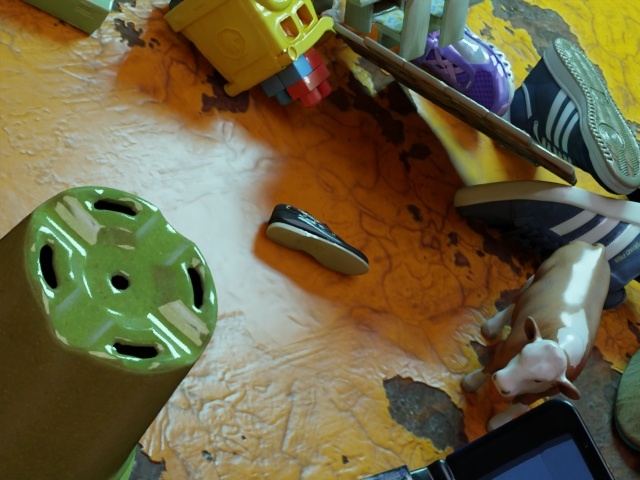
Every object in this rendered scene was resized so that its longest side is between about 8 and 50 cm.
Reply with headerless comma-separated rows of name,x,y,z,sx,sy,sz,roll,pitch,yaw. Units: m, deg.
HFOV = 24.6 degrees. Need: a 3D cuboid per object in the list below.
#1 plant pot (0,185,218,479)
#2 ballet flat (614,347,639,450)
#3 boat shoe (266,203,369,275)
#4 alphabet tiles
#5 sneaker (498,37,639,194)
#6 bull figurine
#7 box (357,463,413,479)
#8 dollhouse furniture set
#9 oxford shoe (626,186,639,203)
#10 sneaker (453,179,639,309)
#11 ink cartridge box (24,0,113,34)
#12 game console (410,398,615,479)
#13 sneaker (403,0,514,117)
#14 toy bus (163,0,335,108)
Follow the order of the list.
plant pot,-0.228,0.092,1.272,0.276,0.254,0.276,22,47,-25
ballet flat,0.497,0.154,1.932,0.116,0.124,0.342,49,41,7
boat shoe,0.001,-0.001,1.694,0.133,0.049,0.042,26,53,-16
alphabet tiles,0.171,-0.167,1.832,0.342,0.011,0.285,33,3,11
sneaker,0.332,-0.131,1.983,0.099,0.153,0.282,21,37,-33
bull figurine,0.255,0.118,1.708,0.101,0.188,0.310,43,41,-3
box,0.039,0.289,1.463,0.137,0.027,0.094,-17,67,-13
dollhouse furniture set,0.112,-0.371,1.907,0.242,0.161,0.212,-26,46,-38
oxford shoe,0.520,-0.013,2.136,0.227,0.083,0.096,48,63,-1
sneaker,0.333,0.013,1.920,0.350,0.131,0.148,10,85,-17
ink cartridge box,-0.313,-0.369,1.721,0.171,0.056,0.235,25,47,-22
game console,0.191,0.339,1.490,0.250,0.173,0.293,-8,63,-44
sneaker,0.172,-0.259,2.021,0.104,0.095,0.236,-15,63,-40
toy bus,-0.053,-0.268,1.805,0.211,0.149,0.220,54,37,-12
